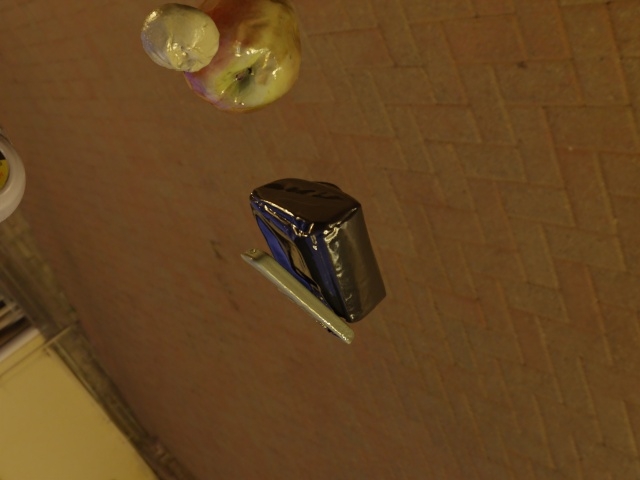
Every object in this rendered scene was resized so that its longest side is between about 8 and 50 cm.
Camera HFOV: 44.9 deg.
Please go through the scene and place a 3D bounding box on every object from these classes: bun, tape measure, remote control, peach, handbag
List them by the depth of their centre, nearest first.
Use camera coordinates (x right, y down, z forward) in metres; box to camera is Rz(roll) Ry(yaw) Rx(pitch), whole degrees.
[{"bbox_3d":[-0.151,-0.211,0.835,0.086,0.086,0.054,116,157,-67],"label":"bun"},{"bbox_3d":[-0.583,-0.099,1.261,0.105,0.196,0.178,-37,69,50],"label":"tape measure"},{"bbox_3d":[-0.128,-0.335,1.335,0.214,0.235,0.214,6,137,5],"label":"peach"},{"bbox_3d":[-0.042,0.115,1.604,0.309,0.038,0.090,43,167,-29],"label":"remote control"},{"bbox_3d":[0.003,-0.001,1.683,0.275,0.178,0.301,36,156,44],"label":"handbag"}]
